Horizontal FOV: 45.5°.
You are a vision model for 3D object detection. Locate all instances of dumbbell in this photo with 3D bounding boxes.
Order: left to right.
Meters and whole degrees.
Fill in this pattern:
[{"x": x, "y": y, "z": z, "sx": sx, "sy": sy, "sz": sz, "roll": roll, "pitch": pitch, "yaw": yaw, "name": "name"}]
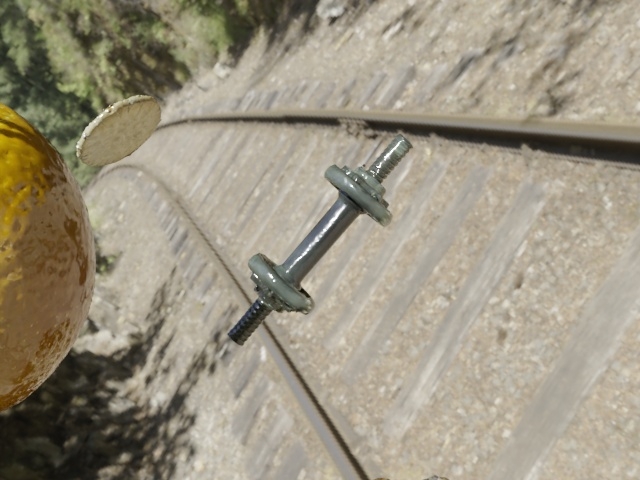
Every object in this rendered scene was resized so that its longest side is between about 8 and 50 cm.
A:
[{"x": 0.000, "y": 0.000, "z": 0.732, "sx": 0.254, "sy": 0.081, "sz": 0.081, "roll": -50, "pitch": 17, "yaw": 2, "name": "dumbbell"}]

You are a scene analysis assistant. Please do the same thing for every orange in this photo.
[{"x": -0.261, "y": 0.015, "z": 0.506, "sx": 0.236, "sy": 0.236, "sz": 0.236, "roll": -49, "pitch": 18, "yaw": 22, "name": "orange"}]

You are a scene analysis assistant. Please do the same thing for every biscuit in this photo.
[{"x": -0.301, "y": -0.163, "z": 1.152, "sx": 0.152, "sy": 0.020, "sz": 0.152, "roll": -38, "pitch": -11, "yaw": -9, "name": "biscuit"}]

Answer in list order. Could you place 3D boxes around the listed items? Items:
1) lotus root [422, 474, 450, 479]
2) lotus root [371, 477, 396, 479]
[{"x": 0.134, "y": 0.370, "z": 0.838, "sx": 0.140, "sy": 0.154, "sz": 0.257, "roll": -56, "pitch": 9, "yaw": 20, "name": "lotus root"}, {"x": 0.084, "y": 0.593, "z": 1.416, "sx": 0.078, "sy": 0.167, "sz": 0.330, "roll": -22, "pitch": -45, "yaw": -57, "name": "lotus root"}]
